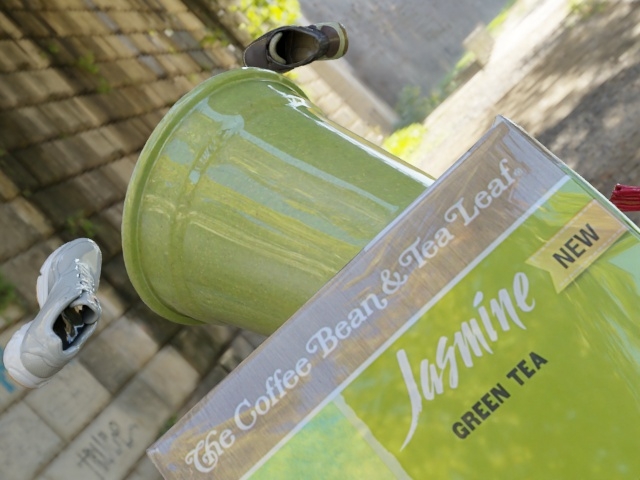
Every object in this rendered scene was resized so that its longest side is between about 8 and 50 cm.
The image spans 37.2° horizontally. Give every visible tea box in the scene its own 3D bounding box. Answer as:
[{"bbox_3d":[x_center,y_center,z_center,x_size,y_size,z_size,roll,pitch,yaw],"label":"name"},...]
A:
[{"bbox_3d":[0.143,0.168,0.474,0.220,0.323,0.329,-44,-24,0],"label":"tea box"}]

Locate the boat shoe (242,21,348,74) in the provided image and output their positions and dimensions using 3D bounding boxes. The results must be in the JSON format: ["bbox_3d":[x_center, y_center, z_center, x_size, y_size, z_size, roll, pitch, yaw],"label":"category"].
[{"bbox_3d":[-0.039,-0.217,1.062,0.152,0.056,0.049,-5,5,43],"label":"boat shoe"}]

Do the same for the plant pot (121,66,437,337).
[{"bbox_3d":[0.000,0.000,0.904,0.276,0.254,0.276,-30,-48,-40],"label":"plant pot"}]

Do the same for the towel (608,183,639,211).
[{"bbox_3d":[0.455,-0.051,1.108,0.199,0.031,0.275,-1,2,25],"label":"towel"}]

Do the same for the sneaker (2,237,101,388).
[{"bbox_3d":[-0.349,0.090,1.360,0.121,0.099,0.262,-26,36,31],"label":"sneaker"}]
